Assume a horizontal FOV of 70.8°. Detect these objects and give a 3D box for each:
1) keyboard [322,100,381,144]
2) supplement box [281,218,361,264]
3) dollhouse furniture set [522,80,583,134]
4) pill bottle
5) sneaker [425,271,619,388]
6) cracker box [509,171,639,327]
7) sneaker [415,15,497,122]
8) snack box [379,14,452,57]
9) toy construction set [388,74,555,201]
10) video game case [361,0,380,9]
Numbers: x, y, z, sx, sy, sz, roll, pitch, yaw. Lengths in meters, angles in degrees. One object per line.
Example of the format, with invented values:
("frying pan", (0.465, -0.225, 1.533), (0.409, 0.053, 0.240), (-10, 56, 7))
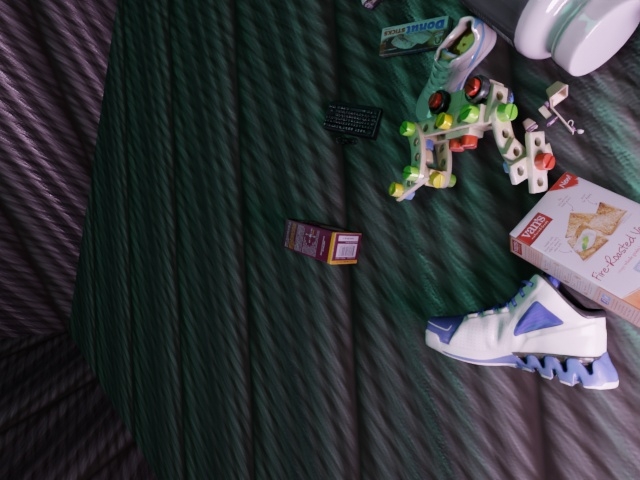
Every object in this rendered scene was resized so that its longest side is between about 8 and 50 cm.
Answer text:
("keyboard", (0.075, -0.298, 1.162), (0.180, 0.023, 0.108), (24, 106, 42))
("supplement box", (0.000, 0.000, 1.174), (0.188, 0.104, 0.081), (17, 101, 43))
("dollhouse furniture set", (0.407, -0.210, 0.777), (0.091, 0.114, 0.081), (-39, 73, 23))
("pill bottle", (0.371, -0.430, 0.771), (0.176, 0.176, 0.319), (-50, 57, 31))
("sneaker", (0.363, 0.140, 0.823), (0.315, 0.127, 0.183), (4, 88, 37))
("cracker box", (0.449, 0.007, 0.717), (0.156, 0.067, 0.232), (-46, 52, -7))
("sneaker", (0.262, -0.350, 0.935), (0.087, 0.092, 0.229), (47, 121, 32))
("snack box", (0.214, -0.464, 1.030), (0.178, 0.022, 0.064), (13, 97, 44))
("toy construction set", (0.272, -0.180, 0.859), (0.327, 0.151, 0.215), (8, 89, 51))
("video game case", (0.161, -0.716, 1.070), (0.210, 0.041, 0.232), (-24, 73, 41))
